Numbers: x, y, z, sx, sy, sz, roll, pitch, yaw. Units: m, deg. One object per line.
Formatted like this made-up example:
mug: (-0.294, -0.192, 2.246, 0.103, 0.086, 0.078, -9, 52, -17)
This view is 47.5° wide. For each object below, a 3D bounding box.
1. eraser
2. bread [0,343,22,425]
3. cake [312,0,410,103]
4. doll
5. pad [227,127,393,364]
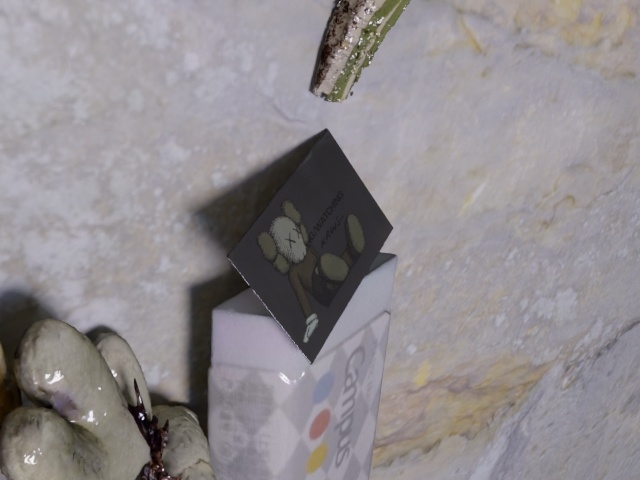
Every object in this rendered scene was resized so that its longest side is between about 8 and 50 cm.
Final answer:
eraser: (-0.021, 0.212, 0.787, 0.213, 0.082, 0.397, -27, 131, -47)
bread: (-0.328, 0.112, 0.472, 0.235, 0.099, 0.211, -30, 131, -25)
cake: (0.032, -0.193, 0.658, 0.051, 0.055, 0.140, 7, 127, -44)
doll: (-0.161, 0.182, 0.596, 0.175, 0.149, 0.278, -58, 150, -25)
pad: (0.000, 0.000, 0.665, 0.127, 0.004, 0.190, 54, 47, -23)
